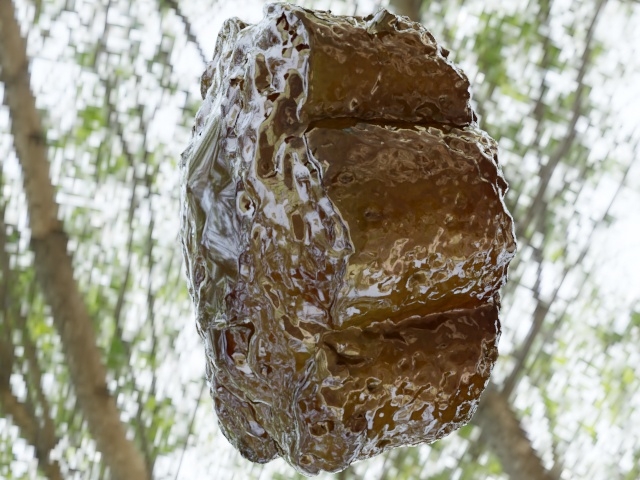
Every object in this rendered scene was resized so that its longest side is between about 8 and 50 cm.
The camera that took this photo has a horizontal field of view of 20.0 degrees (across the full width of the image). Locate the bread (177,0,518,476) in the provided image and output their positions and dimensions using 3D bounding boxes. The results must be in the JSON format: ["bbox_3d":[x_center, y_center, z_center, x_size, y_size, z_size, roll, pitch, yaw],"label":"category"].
[{"bbox_3d":[0.003,-0.007,0.901,0.135,0.232,0.246,-4,-147,-16],"label":"bread"}]
